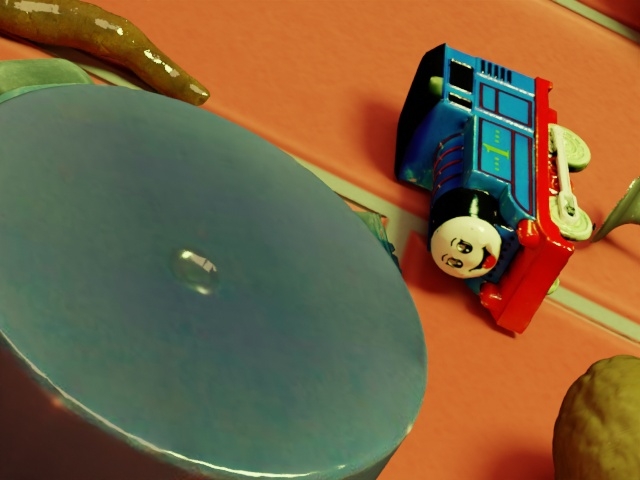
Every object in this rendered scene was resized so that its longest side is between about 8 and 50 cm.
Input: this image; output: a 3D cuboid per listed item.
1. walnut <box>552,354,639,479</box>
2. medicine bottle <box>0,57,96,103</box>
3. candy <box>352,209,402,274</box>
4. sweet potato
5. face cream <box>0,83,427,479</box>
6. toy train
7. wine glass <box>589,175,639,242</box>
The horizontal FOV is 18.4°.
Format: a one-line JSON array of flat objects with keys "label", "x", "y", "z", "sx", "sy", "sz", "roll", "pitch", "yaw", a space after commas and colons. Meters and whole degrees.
[{"label": "walnut", "x": 0.204, "y": 0.146, "z": 1.159, "sx": 0.166, "sy": 0.149, "sz": 0.166, "roll": 49, "pitch": 10, "yaw": -11}, {"label": "medicine bottle", "x": -0.140, "y": -0.029, "z": 1.211, "sx": 0.090, "sy": 0.053, "sz": 0.208, "roll": -7, "pitch": 49, "yaw": -40}, {"label": "candy", "x": 0.000, "y": -0.001, "z": 1.284, "sx": 0.136, "sy": 0.038, "sz": 0.088, "roll": 17, "pitch": 40, "yaw": -31}, {"label": "sweet potato", "x": -0.156, "y": -0.140, "z": 1.345, "sx": 0.179, "sy": 0.044, "sz": 0.044, "roll": 21, "pitch": 37, "yaw": -10}, {"label": "face cream", "x": -0.105, "y": 0.086, "z": 0.956, "sx": 0.249, "sy": 0.225, "sz": 0.249, "roll": 20, "pitch": 37, "yaw": -16}, {"label": "toy train", "x": 0.117, "y": -0.039, "z": 1.368, "sx": 0.131, "sy": 0.083, "sz": 0.204, "roll": 21, "pitch": 35, "yaw": -10}, {"label": "wine glass", "x": 0.321, "y": 0.045, "z": 1.416, "sx": 0.262, "sy": 0.074, "sz": 0.074, "roll": 34, "pitch": 37, "yaw": 5}]
